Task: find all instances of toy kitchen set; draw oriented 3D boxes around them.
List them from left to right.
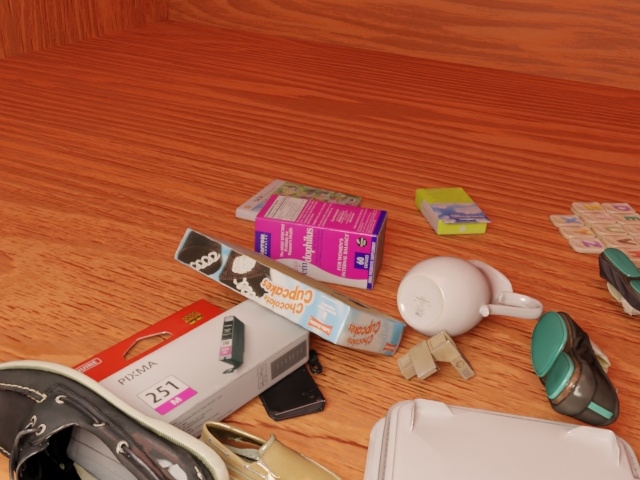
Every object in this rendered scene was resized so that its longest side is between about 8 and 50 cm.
[{"bbox_3d":[0.168,0.190,1.001,0.083,0.075,0.068,-35,22,11],"label":"toy kitchen set"}]

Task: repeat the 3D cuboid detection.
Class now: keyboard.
[{"bbox_3d":[-0.048,0.185,0.992,0.108,0.023,0.180,-13,32,-18],"label":"keyboard"}]

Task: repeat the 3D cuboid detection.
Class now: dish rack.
[{"bbox_3d":[0.216,0.284,0.784,0.333,0.072,0.285,8,27,6],"label":"dish rack"}]

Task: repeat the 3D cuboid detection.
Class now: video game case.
[{"bbox_3d":[-0.042,-0.072,1.491,0.213,0.023,0.193,14,29,18],"label":"video game case"}]

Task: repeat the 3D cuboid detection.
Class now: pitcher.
[{"bbox_3d":[0.232,0.091,1.083,0.178,0.125,0.207,17,14,39],"label":"pitcher"}]

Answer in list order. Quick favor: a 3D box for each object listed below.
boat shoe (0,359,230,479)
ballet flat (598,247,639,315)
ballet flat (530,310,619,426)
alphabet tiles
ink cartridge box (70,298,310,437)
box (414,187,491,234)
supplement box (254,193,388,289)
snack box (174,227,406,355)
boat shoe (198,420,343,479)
[{"bbox_3d":[-0.272,0.232,0.755,0.340,0.127,0.113,23,19,15],"label":"boat shoe"},{"bbox_3d":[0.542,0.087,1.210,0.074,0.074,0.203,-1,28,-9],"label":"ballet flat"},{"bbox_3d":[0.353,0.182,0.970,0.096,0.095,0.280,31,18,4],"label":"ballet flat"},{"bbox_3d":[0.646,-0.018,1.483,0.278,0.021,0.284,2,27,-4],"label":"alphabet tiles"},{"bbox_3d":[-0.191,0.158,0.960,0.239,0.060,0.275,25,37,35],"label":"ink cartridge box"},{"bbox_3d":[0.280,-0.061,1.492,0.109,0.042,0.178,-2,28,-11],"label":"box"},{"bbox_3d":[0.000,0.000,1.260,0.220,0.111,0.114,9,28,11],"label":"supplement box"},{"bbox_3d":[-0.047,0.077,1.065,0.322,0.060,0.187,23,0,34],"label":"snack box"},{"bbox_3d":[-0.056,0.255,0.795,0.190,0.072,0.068,12,28,15],"label":"boat shoe"}]
